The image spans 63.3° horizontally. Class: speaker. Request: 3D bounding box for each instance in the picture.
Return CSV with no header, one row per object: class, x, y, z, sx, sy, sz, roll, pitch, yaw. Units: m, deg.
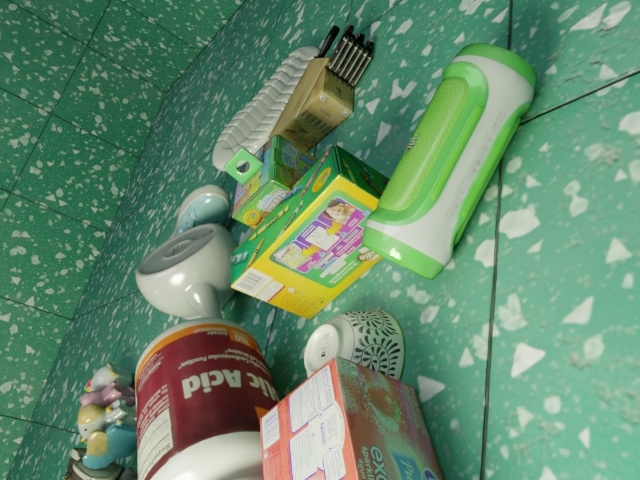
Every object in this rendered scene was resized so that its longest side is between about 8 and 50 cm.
speaker,0.169,-0.102,0.691,0.296,0.131,0.131,-63,30,0

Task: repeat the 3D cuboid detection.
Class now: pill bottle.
pill bottle,-0.151,0.307,0.759,0.224,0.224,0.392,-56,31,11

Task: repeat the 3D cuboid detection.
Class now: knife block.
knife block,0.004,-0.358,1.195,0.276,0.088,0.242,-33,40,41

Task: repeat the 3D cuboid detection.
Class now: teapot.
teapot,-0.281,0.091,1.193,0.253,0.187,0.256,-10,29,32

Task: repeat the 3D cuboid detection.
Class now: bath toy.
bath toy,-0.564,0.445,1.363,0.129,0.151,0.348,-56,27,-2

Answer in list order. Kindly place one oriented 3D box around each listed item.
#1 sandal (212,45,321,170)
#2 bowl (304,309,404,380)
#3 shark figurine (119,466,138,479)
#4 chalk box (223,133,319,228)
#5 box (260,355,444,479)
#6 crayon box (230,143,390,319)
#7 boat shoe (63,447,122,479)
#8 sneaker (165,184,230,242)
sandal,-0.114,-0.328,1.355,0.416,0.102,0.169,-52,44,-7
bowl,0.030,0.165,0.736,0.170,0.080,0.170,-36,40,37
shark figurine,-0.382,0.496,1.079,0.278,0.116,0.166,-47,35,29
chalk box,-0.079,-0.096,0.982,0.132,0.213,0.132,-37,38,37
box,0.043,0.298,0.544,0.154,0.142,0.299,-46,34,26
crayon box,0.000,0.000,0.831,0.278,0.165,0.081,-44,35,29
boat shoe,-0.585,0.601,1.310,0.324,0.117,0.096,-16,58,57
sneaker,-0.341,0.020,1.402,0.366,0.135,0.150,-54,37,31
